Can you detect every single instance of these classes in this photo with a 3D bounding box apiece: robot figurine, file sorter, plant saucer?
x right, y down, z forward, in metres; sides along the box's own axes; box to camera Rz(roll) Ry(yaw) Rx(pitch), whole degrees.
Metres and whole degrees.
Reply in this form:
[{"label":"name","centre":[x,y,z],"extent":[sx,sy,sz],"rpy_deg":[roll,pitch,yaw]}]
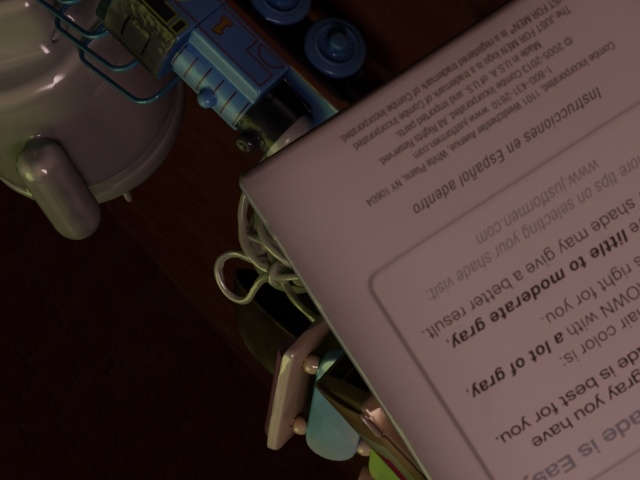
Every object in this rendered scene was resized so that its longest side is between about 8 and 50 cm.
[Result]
[{"label":"robot figurine","centre":[-0.236,-0.153,1.611],"extent":[0.353,0.200,0.300],"rpy_deg":[58,-155,-65]},{"label":"file sorter","centre":[-0.158,-0.201,1.383],"extent":[0.118,0.104,0.170],"rpy_deg":[36,167,41]},{"label":"plant saucer","centre":[0.047,0.127,1.579],"extent":[0.310,0.050,0.310],"rpy_deg":[32,-174,-4]}]

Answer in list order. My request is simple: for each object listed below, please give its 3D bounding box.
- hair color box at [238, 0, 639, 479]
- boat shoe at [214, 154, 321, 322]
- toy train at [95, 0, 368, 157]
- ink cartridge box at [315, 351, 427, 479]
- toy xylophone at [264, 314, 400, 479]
[{"label":"hair color box","centre":[0.149,0.083,0.741],"extent":[0.374,0.185,0.113],"rpy_deg":[57,-176,4]},{"label":"boat shoe","centre":[-0.006,-0.005,1.404],"extent":[0.136,0.156,0.367],"rpy_deg":[43,171,11]},{"label":"toy train","centre":[-0.054,-0.129,1.196],"extent":[0.184,0.105,0.080],"rpy_deg":[45,155,2]},{"label":"ink cartridge box","centre":[0.144,0.105,1.114],"extent":[0.234,0.193,0.088],"rpy_deg":[49,170,-20]},{"label":"toy xylophone","centre":[0.120,0.159,1.356],"extent":[0.323,0.081,0.236],"rpy_deg":[13,135,14]}]
